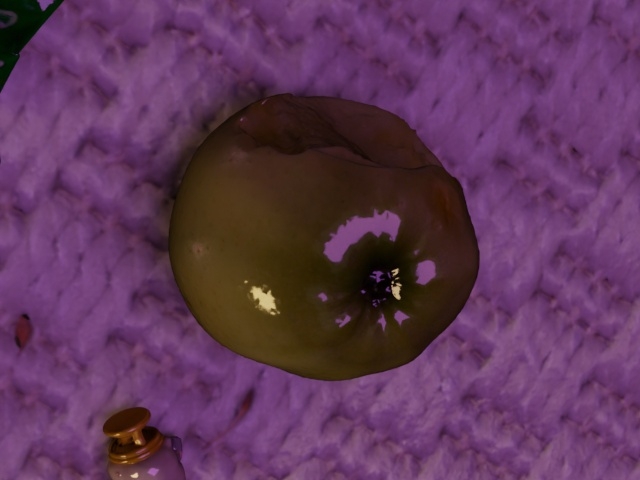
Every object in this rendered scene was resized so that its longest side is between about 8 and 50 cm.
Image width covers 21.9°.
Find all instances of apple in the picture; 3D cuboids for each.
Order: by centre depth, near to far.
[{"bbox_3d":[0.000,0.000,1.457,0.279,0.279,0.279,-7,107,-25],"label":"apple"}]

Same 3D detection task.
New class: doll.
[{"bbox_3d":[-0.153,0.214,1.537,0.084,0.073,0.127,-42,121,-47],"label":"doll"}]

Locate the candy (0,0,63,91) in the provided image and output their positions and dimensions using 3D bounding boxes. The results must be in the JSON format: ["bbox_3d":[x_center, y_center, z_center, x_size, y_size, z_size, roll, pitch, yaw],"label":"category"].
[{"bbox_3d":[-0.302,-0.157,1.354,0.141,0.078,0.203,10,110,-45],"label":"candy"}]
